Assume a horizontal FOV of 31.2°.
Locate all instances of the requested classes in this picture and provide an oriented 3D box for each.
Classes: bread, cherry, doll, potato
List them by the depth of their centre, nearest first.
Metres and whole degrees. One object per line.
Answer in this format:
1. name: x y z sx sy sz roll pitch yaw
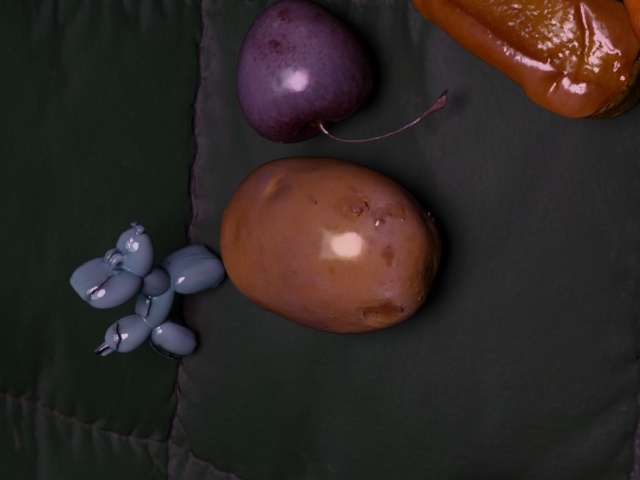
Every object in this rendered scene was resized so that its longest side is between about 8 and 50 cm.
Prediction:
1. bread: 0.161 -0.190 0.933 0.245 0.094 0.102 45 112 24
2. cherry: 0.008 -0.167 1.044 0.188 0.115 0.148 -24 41 27
3. potato: 0.000 0.000 1.045 0.234 0.146 0.150 8 68 36
4. doll: -0.176 0.050 1.155 0.059 0.158 0.159 42 123 38

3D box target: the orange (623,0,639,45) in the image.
1. orange: 0.306 -0.186 0.769 0.224 0.170 0.224 170 90 -70
